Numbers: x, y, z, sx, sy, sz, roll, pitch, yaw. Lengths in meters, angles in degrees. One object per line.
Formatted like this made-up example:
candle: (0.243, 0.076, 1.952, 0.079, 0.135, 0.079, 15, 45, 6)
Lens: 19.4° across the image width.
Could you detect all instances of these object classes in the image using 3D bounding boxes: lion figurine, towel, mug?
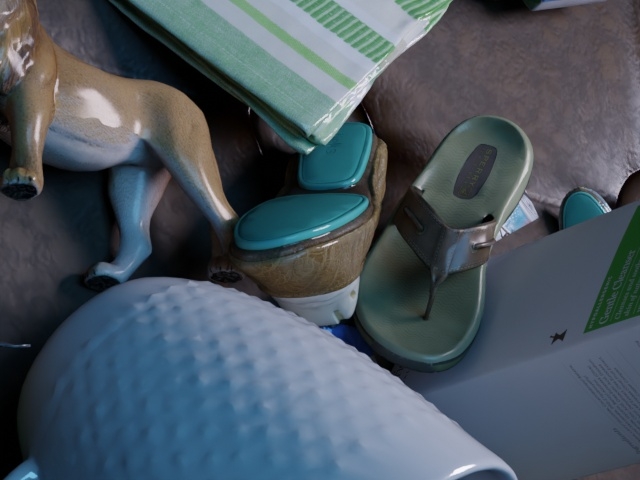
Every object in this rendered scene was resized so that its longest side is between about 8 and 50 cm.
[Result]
lion figurine: (-0.201, -0.104, 1.554, 0.392, 0.142, 0.240, 33, 46, -45)
towel: (-0.018, -0.242, 1.760, 0.248, 0.038, 0.325, 38, 51, 5)
mug: (-0.096, 0.205, 1.379, 0.328, 0.276, 0.374, 37, 50, 28)

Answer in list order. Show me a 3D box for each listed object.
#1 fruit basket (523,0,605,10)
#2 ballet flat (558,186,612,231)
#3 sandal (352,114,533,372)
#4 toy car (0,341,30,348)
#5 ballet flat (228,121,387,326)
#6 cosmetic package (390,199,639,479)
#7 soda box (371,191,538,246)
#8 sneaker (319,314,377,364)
fruit basket: (0.326, -0.370, 1.939, 0.327, 0.353, 0.165, -13, 82, -44)
ballet flat: (0.306, 0.032, 1.980, 0.070, 0.070, 0.188, -19, 89, -43)
sandal: (0.112, -0.013, 1.702, 0.120, 0.086, 0.302, 18, 56, 8)
toy car: (-0.288, 0.112, 1.338, 0.155, 0.188, 0.149, -25, 91, -43)
ballet flat: (0.000, 0.000, 1.627, 0.342, 0.116, 0.124, -69, 154, -69)
cosmetic package: (0.244, 0.097, 1.684, 0.155, 0.366, 0.197, 47, 47, -20)
soda box: (0.132, -0.013, 1.839, 0.183, 0.058, 0.063, -27, 92, -43)
sneaker: (-0.011, 0.100, 1.670, 0.152, 0.058, 0.084, -21, 94, -48)
